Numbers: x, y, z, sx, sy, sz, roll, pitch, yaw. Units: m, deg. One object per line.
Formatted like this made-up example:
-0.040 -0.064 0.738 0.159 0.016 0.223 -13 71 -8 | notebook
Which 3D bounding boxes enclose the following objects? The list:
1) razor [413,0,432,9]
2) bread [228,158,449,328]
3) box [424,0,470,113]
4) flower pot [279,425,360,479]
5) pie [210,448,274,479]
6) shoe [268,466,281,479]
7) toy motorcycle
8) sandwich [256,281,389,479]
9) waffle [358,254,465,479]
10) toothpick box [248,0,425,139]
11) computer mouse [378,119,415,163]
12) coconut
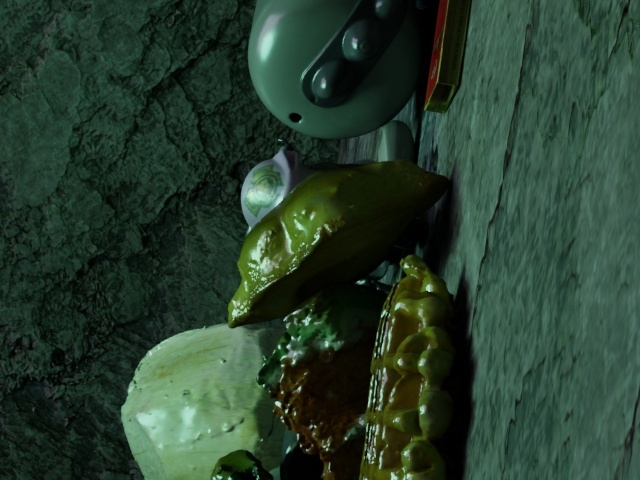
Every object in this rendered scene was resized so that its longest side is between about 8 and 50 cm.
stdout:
0.123 -0.294 1.718 0.154 0.028 0.044 -76 -27 -65 | razor
0.000 0.000 1.398 0.233 0.161 0.088 -47 65 45 | bread
0.126 -0.200 1.462 0.090 0.023 0.133 102 177 -78 | box
0.017 0.184 1.603 0.229 0.103 0.108 100 178 -47 | flower pot
-0.060 0.415 1.591 0.296 0.078 0.371 114 144 -60 | pie
-0.010 0.362 1.719 0.125 0.099 0.227 -126 16 -50 | shoe
0.006 -0.023 1.624 0.327 0.188 0.143 121 166 -83 | toy motorcycle
0.037 0.126 1.395 0.109 0.160 0.185 -43 -17 27 | sandwich
0.062 0.173 1.190 0.281 0.058 0.300 -88 7 -73 | waffle
0.029 -0.256 1.772 0.316 0.229 0.229 -84 4 -58 | toothpick box
0.089 -0.091 1.711 0.066 0.039 0.096 103 168 -62 | computer mouse
-0.086 0.249 1.889 0.297 0.255 0.297 -18 -90 -73 | coconut
